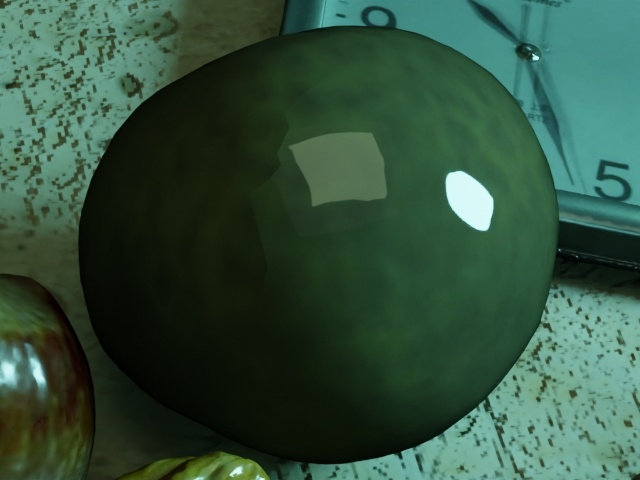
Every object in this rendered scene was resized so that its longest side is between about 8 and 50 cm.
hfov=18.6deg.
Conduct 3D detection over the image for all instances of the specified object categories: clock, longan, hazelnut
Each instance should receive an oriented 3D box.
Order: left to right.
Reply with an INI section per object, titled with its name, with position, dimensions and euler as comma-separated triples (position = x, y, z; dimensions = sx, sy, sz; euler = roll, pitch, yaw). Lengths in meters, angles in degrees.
[hazelnut]
position = -0.167, 0.078, 0.800
dimensions = 0.154, 0.143, 0.143
euler = 3, 47, -31
[longan]
position = 0.000, 0.000, 0.862
dimensions = 0.212, 0.198, 0.198
euler = 3, 49, -7
[clock]
position = 0.113, -0.099, 1.058
dimensions = 0.273, 0.049, 0.279
euler = 12, 49, -3

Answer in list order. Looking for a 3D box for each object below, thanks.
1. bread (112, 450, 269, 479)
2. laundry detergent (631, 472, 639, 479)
[bread]
position = -0.124, 0.182, 0.739
dimensions = 0.271, 0.077, 0.139
euler = -23, 87, -24
[laundry detergent]
position = 0.155, 0.194, 0.801
dimensions = 0.171, 0.076, 0.237
euler = 29, 47, 9
